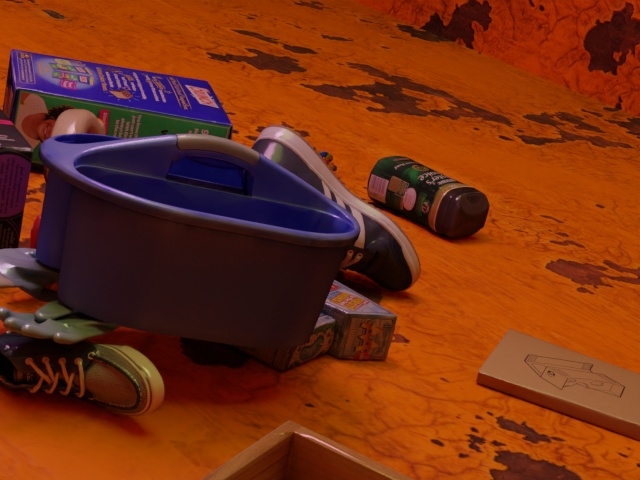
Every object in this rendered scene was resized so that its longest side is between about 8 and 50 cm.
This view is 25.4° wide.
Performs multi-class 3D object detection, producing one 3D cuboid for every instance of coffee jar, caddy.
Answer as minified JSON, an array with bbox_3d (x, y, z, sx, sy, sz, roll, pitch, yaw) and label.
[{"bbox_3d":[0.167,-0.067,2.195,0.184,0.079,0.096,28,23,38],"label":"coffee jar"},{"bbox_3d":[-0.127,-0.021,1.449,0.341,0.179,0.241,10,15,-27],"label":"caddy"}]

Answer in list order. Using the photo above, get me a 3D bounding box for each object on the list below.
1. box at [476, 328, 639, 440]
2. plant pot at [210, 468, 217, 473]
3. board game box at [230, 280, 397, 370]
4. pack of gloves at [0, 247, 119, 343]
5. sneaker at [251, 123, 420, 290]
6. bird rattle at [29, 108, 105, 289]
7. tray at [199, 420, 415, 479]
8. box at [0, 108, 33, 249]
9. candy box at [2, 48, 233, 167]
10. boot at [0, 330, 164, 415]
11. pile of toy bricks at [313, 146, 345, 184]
[{"bbox_3d":[0.298,0.167,1.675,0.201,0.021,0.164,19,19,15],"label":"box"},{"bbox_3d":[0.007,0.252,1.193,0.236,0.032,0.236,11,18,-4],"label":"plant pot"},{"bbox_3d":[-0.023,0.086,1.628,0.194,0.060,0.194,22,20,27],"label":"board game box"},{"bbox_3d":[-0.270,0.065,1.407,0.195,0.046,0.232,27,17,28],"label":"pack of gloves"},{"bbox_3d":[-0.004,-0.002,1.801,0.282,0.099,0.153,44,48,-13],"label":"sneaker"},{"bbox_3d":[-0.288,-0.048,1.642,0.143,0.207,0.253,-1,5,14],"label":"bird rattle"},{"bbox_3d":[-0.055,0.267,0.972,0.203,0.076,0.411,23,27,25],"label":"tray"},{"bbox_3d":[-0.446,-0.080,1.649,0.143,0.165,0.270,4,20,-28],"label":"box"},{"bbox_3d":[-0.310,-0.181,2.127,0.317,0.122,0.268,7,18,-15],"label":"candy box"},{"bbox_3d":[-0.241,0.129,1.345,0.190,0.069,0.086,15,20,36],"label":"boot"},{"bbox_3d":[-0.005,-0.064,2.064,0.105,0.118,0.212,40,-1,-7],"label":"pile of toy bricks"}]
